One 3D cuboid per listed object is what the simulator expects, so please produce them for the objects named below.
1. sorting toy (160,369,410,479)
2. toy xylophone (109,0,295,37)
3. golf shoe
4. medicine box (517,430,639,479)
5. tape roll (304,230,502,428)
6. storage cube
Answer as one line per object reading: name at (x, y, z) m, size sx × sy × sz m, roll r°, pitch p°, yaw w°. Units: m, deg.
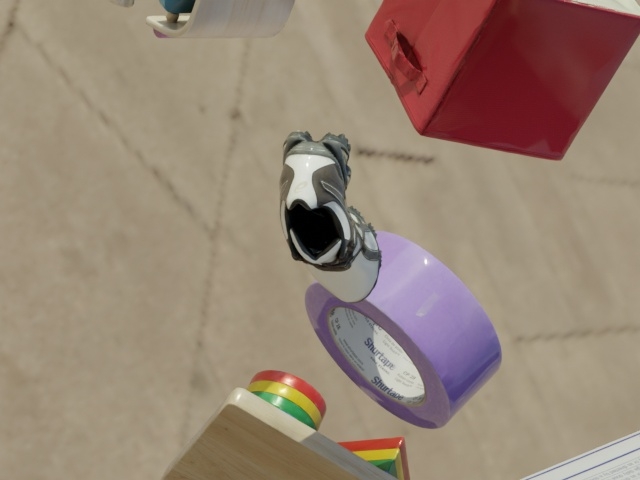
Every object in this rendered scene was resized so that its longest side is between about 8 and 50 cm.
sorting toy at (-0.013, 0.254, 2.093) m, size 0.257 × 0.255 × 0.089 m, roll 31°, pitch 55°, yaw -6°
toy xylophone at (-0.087, -0.320, 1.852) m, size 0.236 × 0.322 × 0.081 m, roll 4°, pitch 34°, yaw -43°
golf shoe at (0.000, 0.000, 1.654) m, size 0.198 × 0.077 × 0.094 m, roll 69°, pitch 25°, yaw -43°
medicine box at (0.338, 0.278, 1.616) m, size 0.263 × 0.289 × 0.149 m, roll -16°, pitch 114°, yaw -31°
tape roll at (0.079, 0.087, 1.863) m, size 0.080 × 0.189 × 0.189 m, roll -43°, pitch 110°, yaw -22°
storage cube at (0.192, -0.224, 2.017) m, size 0.215 × 0.193 × 0.183 m, roll 8°, pitch 38°, yaw -30°
